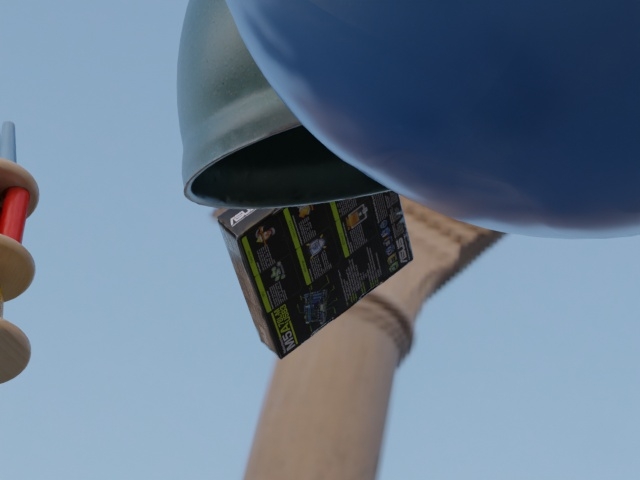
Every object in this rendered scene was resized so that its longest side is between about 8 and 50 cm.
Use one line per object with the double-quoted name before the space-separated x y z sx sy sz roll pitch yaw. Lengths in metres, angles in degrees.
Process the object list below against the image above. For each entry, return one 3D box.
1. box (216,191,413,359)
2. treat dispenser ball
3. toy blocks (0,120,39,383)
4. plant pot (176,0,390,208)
"box" 0.000 0.000 1.586 0.045 0.184 0.191 42 -21 39
"treat dispenser ball" 0.097 -0.144 0.610 0.288 0.288 0.288 8 -41 7
"toy blocks" -0.199 -0.005 0.769 0.123 0.148 0.054 4 -42 -12
"plant pot" 0.034 -0.153 1.065 0.293 0.196 0.293 -12 -9 -2
